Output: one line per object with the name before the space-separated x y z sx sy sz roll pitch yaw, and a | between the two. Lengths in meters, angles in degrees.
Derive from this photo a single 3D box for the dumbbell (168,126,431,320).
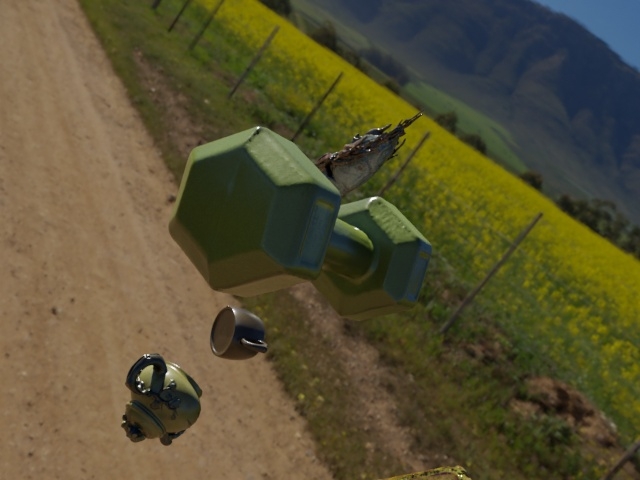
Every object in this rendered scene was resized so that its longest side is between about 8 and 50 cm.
dumbbell | 0.000 0.000 0.650 0.108 0.121 0.302 17 -3 26

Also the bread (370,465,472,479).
bread | 0.150 0.462 1.246 0.181 0.222 0.096 -84 150 -50

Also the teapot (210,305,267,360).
teapot | -0.110 0.140 1.137 0.068 0.076 0.121 18 0 -33

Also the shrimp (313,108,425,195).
shrimp | 0.079 -0.144 1.272 0.090 0.233 0.079 6 56 -57

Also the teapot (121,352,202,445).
teapot | -0.375 0.370 1.769 0.173 0.182 0.269 21 -35 33
